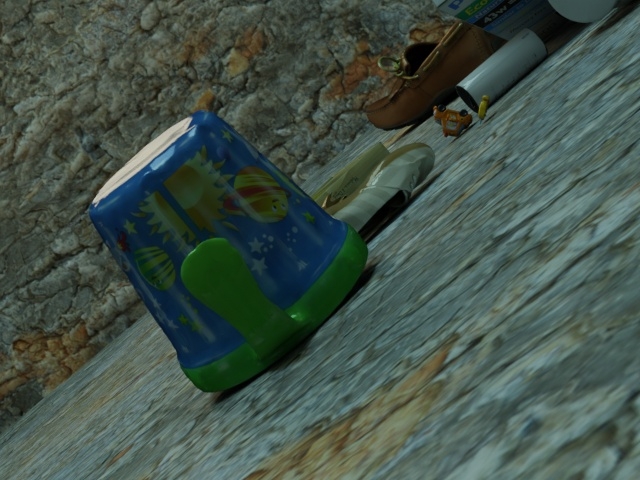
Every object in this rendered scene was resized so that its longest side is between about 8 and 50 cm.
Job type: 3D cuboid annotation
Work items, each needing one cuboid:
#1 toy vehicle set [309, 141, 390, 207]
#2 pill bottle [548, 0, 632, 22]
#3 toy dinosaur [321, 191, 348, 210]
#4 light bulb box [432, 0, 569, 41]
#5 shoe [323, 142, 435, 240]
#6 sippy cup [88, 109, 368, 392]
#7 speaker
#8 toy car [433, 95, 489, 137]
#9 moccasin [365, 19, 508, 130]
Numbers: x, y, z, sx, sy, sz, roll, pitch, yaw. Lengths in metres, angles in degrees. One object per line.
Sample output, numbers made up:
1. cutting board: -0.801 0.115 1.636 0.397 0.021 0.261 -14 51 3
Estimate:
1. toy vehicle set: 0.000 -0.064 2.389 0.267 0.035 0.166 -44 6 -37
2. pill bottle: 0.390 -0.383 1.796 0.131 0.131 0.229 -34 8 49
3. toy dinosaur: 0.000 0.000 1.797 0.211 0.064 0.112 -32 -17 -24
4. light bulb box: 0.330 -0.507 2.050 0.358 0.225 0.361 -38 -21 24
5. shoe: 0.069 -0.042 1.643 0.219 0.058 0.076 -38 -27 -25
6. sippy cup: -0.108 -0.002 1.385 0.240 0.224 0.305 -49 18 -30
7. speaker: 0.262 -0.245 1.961 0.136 0.055 0.055 -41 5 -6
8. toy car: 0.189 -0.171 1.861 0.122 0.060 0.040 133 154 -77
9. moccasin: 0.200 -0.323 2.557 0.139 0.147 0.380 -43 6 -32
